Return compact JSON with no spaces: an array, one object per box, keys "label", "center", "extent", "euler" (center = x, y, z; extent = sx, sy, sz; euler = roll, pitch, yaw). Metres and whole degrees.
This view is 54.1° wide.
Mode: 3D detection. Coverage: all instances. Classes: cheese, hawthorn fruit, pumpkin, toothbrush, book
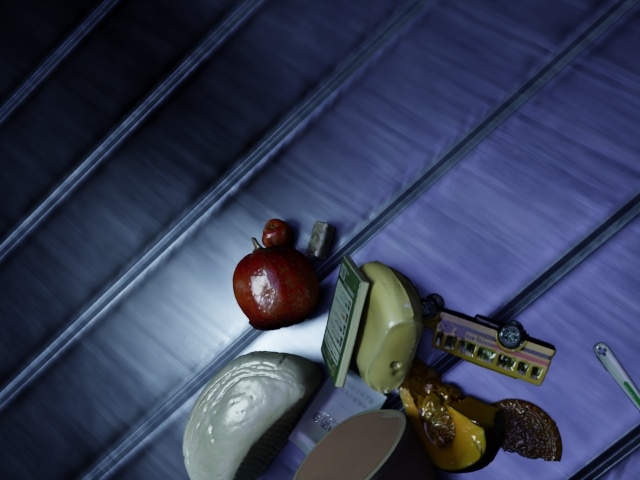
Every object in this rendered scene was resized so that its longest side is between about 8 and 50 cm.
[{"label":"cheese","center":[0.140,0.174,1.477],"extent":[0.128,0.316,0.260],"euler":[14,120,-15]},{"label":"hawthorn fruit","center":[-0.117,0.104,1.601],"extent":[0.215,0.215,0.250],"euler":[-26,87,13]},{"label":"pumpkin","center":[0.305,0.389,1.441],"extent":[0.190,0.139,0.281],"euler":[-26,76,33]},{"label":"hawthorn fruit","center":[-0.120,-0.018,1.681],"extent":[0.093,0.093,0.093],"euler":[-3,81,17]},{"label":"toothbrush","center":[0.742,0.405,1.374],"extent":[0.042,0.040,0.418],"euler":[-41,67,25]},{"label":"book","center":[0.054,0.189,1.512],"extent":[0.027,0.202,0.264],"euler":[10,104,-14]}]

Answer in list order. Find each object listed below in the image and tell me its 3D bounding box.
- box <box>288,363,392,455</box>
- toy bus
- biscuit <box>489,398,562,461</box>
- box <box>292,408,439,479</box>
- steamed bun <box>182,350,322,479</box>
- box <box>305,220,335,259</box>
[{"label":"box","center":[0.048,0.443,1.572],"extent":[0.155,0.067,0.243],"euler":[36,93,21]},{"label":"toy bus","center":[0.372,0.228,1.474],"extent":[0.335,0.121,0.123],"euler":[18,95,18]},{"label":"biscuit","center":[0.462,0.435,1.461],"extent":[0.206,0.025,0.126],"euler":[11,85,19]},{"label":"box","center":[0.117,0.541,1.377],"extent":[0.301,0.301,0.216],"euler":[-35,98,10]},{"label":"steamed bun","center":[-0.188,0.419,1.555],"extent":[0.236,0.247,0.384],"euler":[36,95,17]},{"label":"box","center":[0.000,0.000,1.655],"extent":[0.045,0.062,0.098],"euler":[16,89,24]}]
